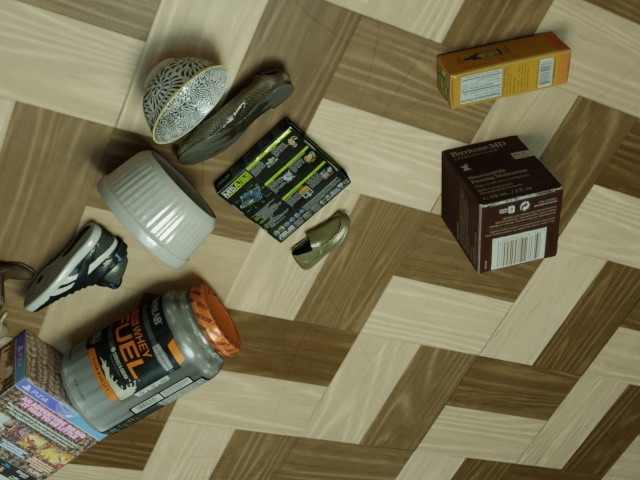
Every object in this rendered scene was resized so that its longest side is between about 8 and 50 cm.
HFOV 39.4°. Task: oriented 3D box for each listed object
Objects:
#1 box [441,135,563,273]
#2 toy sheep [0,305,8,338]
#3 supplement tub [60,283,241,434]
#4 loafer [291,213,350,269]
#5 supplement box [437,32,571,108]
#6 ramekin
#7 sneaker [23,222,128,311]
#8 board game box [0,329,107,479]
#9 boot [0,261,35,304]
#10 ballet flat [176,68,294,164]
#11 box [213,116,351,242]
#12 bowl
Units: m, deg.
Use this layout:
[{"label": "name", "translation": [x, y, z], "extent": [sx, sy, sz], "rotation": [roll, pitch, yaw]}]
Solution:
[{"label": "box", "translation": [0.346, -0.071, 1.738], "extent": [0.168, 0.203, 0.167], "rotation": [-13, 128, -9]}, {"label": "toy sheep", "translation": [-0.636, 0.149, 1.655], "extent": [0.091, 0.091, 0.132], "rotation": [-43, 132, 15]}, {"label": "supplement tub", "translation": [-0.326, 0.225, 1.743], "extent": [0.316, 0.193, 0.193], "rotation": [-31, 129, 4]}, {"label": "loafer", "translation": [0.000, 0.000, 1.771], "extent": [0.050, 0.056, 0.148], "rotation": [28, 113, -39]}, {"label": "supplement box", "translation": [0.334, -0.312, 1.637], "extent": [0.233, 0.078, 0.080], "rotation": [-11, 131, -9]}, {"label": "ramekin", "translation": [-0.275, -0.061, 1.547], "extent": [0.109, 0.207, 0.207], "rotation": [-42, 127, 3]}, {"label": "sneaker", "translation": [-0.443, 0.077, 1.666], "extent": [0.217, 0.079, 0.121], "rotation": [-44, 125, 14]}, {"label": "board game box", "translation": [-0.610, 0.360, 1.782], "extent": [0.291, 0.141, 0.232], "rotation": [-35, 128, 9]}, {"label": "boot", "translation": [-0.567, 0.082, 1.607], "extent": [0.106, 0.114, 0.037], "rotation": [16, 119, -27]}, {"label": "ballet flat", "translation": [-0.156, -0.219, 1.564], "extent": [0.250, 0.058, 0.084], "rotation": [-36, 164, 16]}, {"label": "box", "translation": [-0.070, -0.108, 1.677], "extent": [0.190, 0.045, 0.184], "rotation": [-41, 125, 15]}, {"label": "bowl", "translation": [-0.239, -0.248, 1.476], "extent": [0.170, 0.080, 0.170], "rotation": [-44, 170, -10]}]
